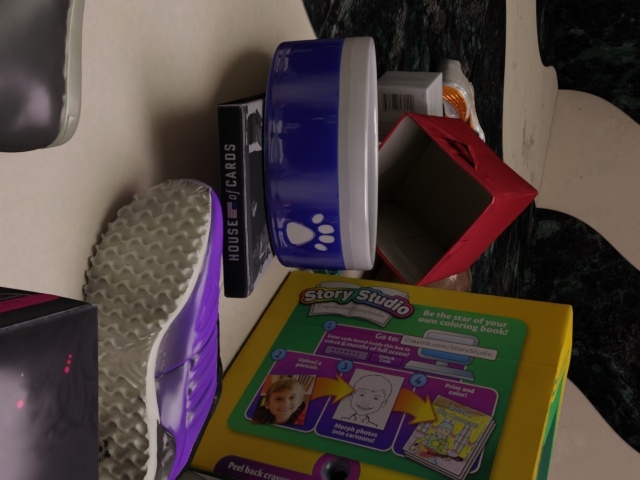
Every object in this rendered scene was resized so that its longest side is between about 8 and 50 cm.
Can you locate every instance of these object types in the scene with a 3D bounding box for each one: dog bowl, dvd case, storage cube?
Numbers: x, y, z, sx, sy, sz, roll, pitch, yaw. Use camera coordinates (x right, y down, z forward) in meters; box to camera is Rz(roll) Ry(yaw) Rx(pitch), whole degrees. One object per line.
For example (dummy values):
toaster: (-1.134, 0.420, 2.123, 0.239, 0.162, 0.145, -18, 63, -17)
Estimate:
dog bowl: (0.010, -0.097, 0.789, 0.265, 0.104, 0.264, 0, 90, -83)
dvd case: (-0.066, -0.062, 0.723, 0.238, 0.030, 0.179, -71, 161, -75)
storage cube: (0.181, -0.064, 1.040, 0.193, 0.183, 0.215, -9, 143, -55)

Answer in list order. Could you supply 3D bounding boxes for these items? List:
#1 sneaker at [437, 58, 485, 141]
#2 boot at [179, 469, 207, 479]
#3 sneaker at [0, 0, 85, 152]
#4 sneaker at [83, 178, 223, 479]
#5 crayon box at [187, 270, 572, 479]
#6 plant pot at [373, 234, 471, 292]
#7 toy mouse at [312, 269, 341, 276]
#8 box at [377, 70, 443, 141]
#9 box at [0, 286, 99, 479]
sneaker: (0.305, -0.285, 1.478, 0.262, 0.099, 0.121, 57, 41, -55)
boot: (-0.140, 0.287, 0.579, 0.246, 0.161, 0.083, -46, 135, -53)
sneaker: (-0.212, -0.160, 0.415, 0.118, 0.083, 0.222, -29, 123, -60)
sneaker: (-0.139, 0.093, 0.626, 0.146, 0.102, 0.293, 22, 80, -68)
crayon box: (0.073, 0.188, 0.771, 0.313, 0.363, 0.106, -57, 144, -43)
plant pot: (0.153, 0.098, 1.177, 0.165, 0.167, 0.167, -53, 141, -37)
toy mouse: (0.000, 0.000, 0.950, 0.143, 0.031, 0.161, -64, 143, -53)
box: (0.145, -0.222, 1.140, 0.087, 0.101, 0.102, -52, 142, -49)
box: (-0.231, 0.171, 0.381, 0.165, 0.143, 0.270, -17, 110, -64)
